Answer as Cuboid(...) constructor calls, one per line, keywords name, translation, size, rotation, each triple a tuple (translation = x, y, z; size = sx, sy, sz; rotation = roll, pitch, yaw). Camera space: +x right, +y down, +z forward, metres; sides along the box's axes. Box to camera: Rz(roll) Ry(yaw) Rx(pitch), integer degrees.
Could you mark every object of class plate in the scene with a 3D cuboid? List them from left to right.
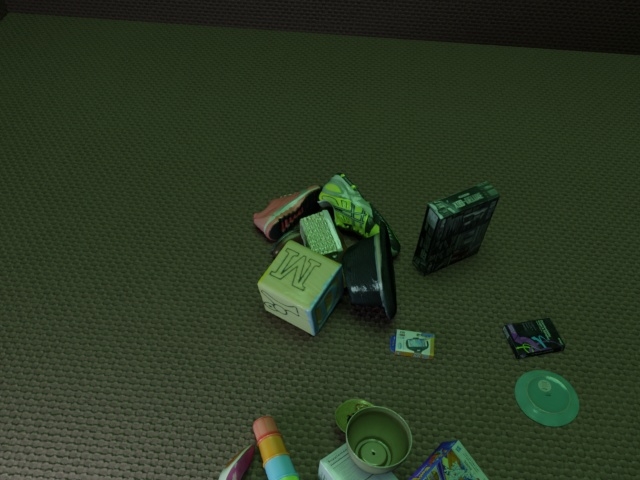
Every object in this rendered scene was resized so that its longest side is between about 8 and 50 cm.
Cuboid(name="plate", translation=(0.672, 0.460, 1.891), size=(0.188, 0.024, 0.188), rotation=(0, 48, 0))

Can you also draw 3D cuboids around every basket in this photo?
Cuboid(name="basket", translation=(0.000, 0.000, 2.137), size=(0.103, 0.113, 0.167), rotation=(-15, 63, -9))

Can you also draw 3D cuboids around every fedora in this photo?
Cuboid(name="fedora", translation=(0.154, 0.097, 2.044), size=(0.153, 0.334, 0.334), rotation=(-7, 46, 9))

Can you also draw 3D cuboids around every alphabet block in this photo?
Cuboid(name="alphabet block", translation=(-0.057, 0.151, 2.024), size=(0.197, 0.192, 0.193), rotation=(26, 61, 19))

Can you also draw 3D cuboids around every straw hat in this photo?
Cuboid(name="straw hat", translation=(0.103, 0.519, 1.791), size=(0.144, 0.061, 0.144), rotation=(10, 33, -7))

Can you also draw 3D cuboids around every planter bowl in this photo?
Cuboid(name="planter bowl", translation=(0.138, 0.511, 1.584), size=(0.162, 0.109, 0.162), rotation=(3, 44, -3))

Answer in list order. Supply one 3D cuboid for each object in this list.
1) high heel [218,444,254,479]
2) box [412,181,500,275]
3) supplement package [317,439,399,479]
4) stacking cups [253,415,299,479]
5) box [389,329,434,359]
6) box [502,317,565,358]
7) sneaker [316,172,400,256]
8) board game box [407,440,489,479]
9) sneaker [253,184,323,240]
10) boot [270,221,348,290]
Cuboid(name="high heel", translation=(-0.216, 0.652, 1.663), size=(0.117, 0.082, 0.244), rotation=(43, 40, -2))
Cuboid(name="box", translation=(0.452, -0.035, 2.151), size=(0.242, 0.307, 0.076), rotation=(-22, 55, -20))
Cuboid(name="supplement package", translation=(0.119, 0.645, 1.622), size=(0.139, 0.134, 0.244), rotation=(-26, 53, -27))
Cuboid(name="stacking cups", translation=(-0.098, 0.608, 1.683), size=(0.096, 0.096, 0.316), rotation=(-13, 48, -14))
Cuboid(name="box", translation=(0.288, 0.324, 2.002), size=(0.136, 0.028, 0.081), rotation=(8, 47, 3))
Cuboid(name="box", translation=(0.678, 0.308, 2.029), size=(0.162, 0.029, 0.116), rotation=(-7, 48, -10))
Cuboid(name="sneaker", translation=(0.141, -0.071, 2.310), size=(0.147, 0.145, 0.384), rotation=(-42, 64, 2))
Cuboid(name="board game box", translation=(0.345, 0.693, 1.519), size=(0.233, 0.078, 0.347), rotation=(-36, 87, -30))
Cuboid(name="sneaker", translation=(-0.119, -0.132, 2.355), size=(0.136, 0.116, 0.314), rotation=(32, 53, 29))
Cuboid(name="boot", translation=(-0.003, 0.080, 2.205), size=(0.264, 0.096, 0.280), rotation=(-18, 59, -25))
